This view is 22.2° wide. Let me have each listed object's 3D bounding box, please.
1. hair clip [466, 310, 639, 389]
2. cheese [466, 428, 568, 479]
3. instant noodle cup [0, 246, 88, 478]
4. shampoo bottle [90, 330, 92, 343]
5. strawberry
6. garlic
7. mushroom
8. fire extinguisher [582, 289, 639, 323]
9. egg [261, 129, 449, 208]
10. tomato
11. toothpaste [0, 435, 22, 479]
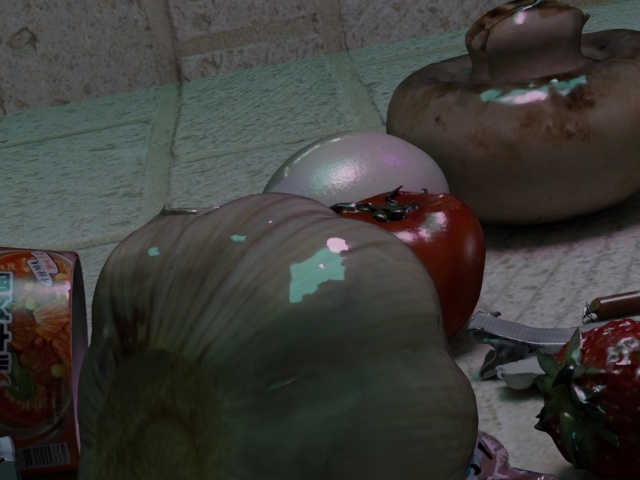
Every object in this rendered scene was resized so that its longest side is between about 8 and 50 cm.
[{"bbox_3d":[0.242,0.094,1.461,0.220,0.054,0.140,-2,13,19],"label":"hair clip"},{"bbox_3d":[0.079,0.180,1.213,0.189,0.074,0.286,-26,23,-39],"label":"cheese"},{"bbox_3d":[-0.307,0.112,1.439,0.192,0.250,0.250,-1,15,-4],"label":"instant noodle cup"},{"bbox_3d":[-0.163,0.110,1.559,0.104,0.104,0.278,-13,15,-10],"label":"shampoo bottle"},{"bbox_3d":[0.244,0.116,1.238,0.148,0.131,0.131,-19,17,-21],"label":"strawberry"},{"bbox_3d":[-0.038,0.123,1.083,0.322,0.321,0.241,-5,-15,20],"label":"garlic"},{"bbox_3d":[0.253,-0.177,1.950,0.362,0.294,0.362,-11,16,3],"label":"mushroom"},{"bbox_3d":[0.292,0.064,1.583,0.083,0.022,0.028,-11,46,0],"label":"fire extinguisher"},{"bbox_3d":[0.046,-0.034,1.780,0.217,0.183,0.183,-33,26,-34],"label":"egg"},{"bbox_3d":[0.075,0.031,1.598,0.187,0.151,0.187,-3,16,1],"label":"tomato"},{"bbox_3d":[-0.402,0.240,1.296,0.337,0.081,0.067,-14,15,-12],"label":"toothpaste"}]
